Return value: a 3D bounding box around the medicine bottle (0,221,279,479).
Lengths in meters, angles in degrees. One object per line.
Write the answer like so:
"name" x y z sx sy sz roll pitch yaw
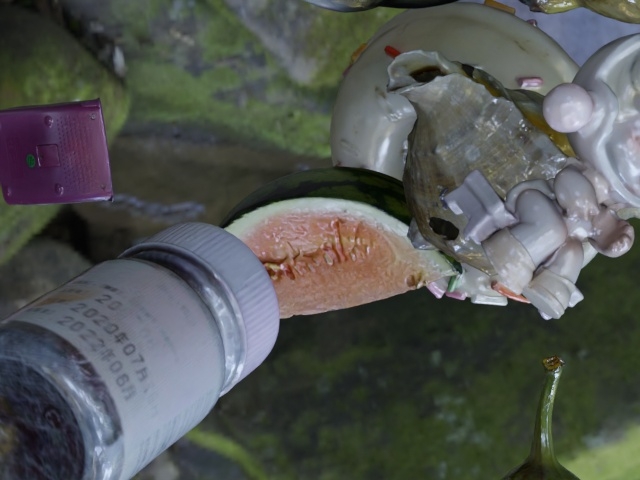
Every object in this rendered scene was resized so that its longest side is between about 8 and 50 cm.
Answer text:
"medicine bottle" -0.164 0.098 1.258 0.165 0.273 0.165 12 116 25

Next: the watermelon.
"watermelon" -0.011 -0.016 1.625 0.303 0.159 0.128 -12 159 21

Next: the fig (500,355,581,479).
"fig" 0.208 0.228 1.419 0.149 0.245 0.149 2 -179 0

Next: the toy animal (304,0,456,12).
"toy animal" -0.030 -0.245 0.800 0.310 0.251 0.251 10 134 -39

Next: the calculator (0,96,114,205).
"calculator" -0.331 -0.104 1.844 0.190 0.127 0.034 -2 -169 34

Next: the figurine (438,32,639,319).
"figurine" 0.231 -0.062 1.199 0.256 0.144 0.182 -44 103 4

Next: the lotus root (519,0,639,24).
"lotus root" 0.184 -0.172 0.734 0.138 0.138 0.214 19 147 -32

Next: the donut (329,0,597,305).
"donut" 0.164 -0.093 1.776 0.142 0.382 0.383 -36 157 -44

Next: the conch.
"conch" 0.175 -0.058 1.420 0.324 0.263 0.186 14 94 -46
